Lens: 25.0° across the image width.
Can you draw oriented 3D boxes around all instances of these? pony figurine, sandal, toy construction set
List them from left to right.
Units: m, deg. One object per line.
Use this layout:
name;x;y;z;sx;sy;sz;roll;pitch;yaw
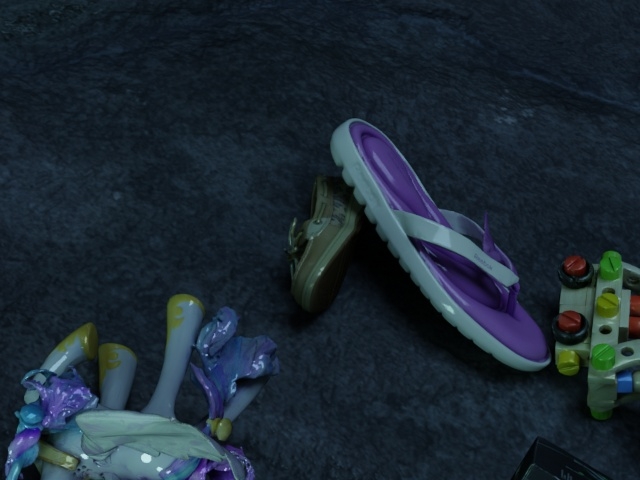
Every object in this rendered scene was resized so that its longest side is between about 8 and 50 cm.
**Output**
pony figurine;-0.177;0.217;1.455;0.351;0.303;0.363;0;38;23
sandal;0.167;-0.005;1.872;0.416;0.102;0.169;49;29;7
toy construction set;0.415;0.115;1.898;0.215;0.151;0.327;3;30;13

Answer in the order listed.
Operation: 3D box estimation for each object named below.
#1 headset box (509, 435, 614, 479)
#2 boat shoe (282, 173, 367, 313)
headset box;0.294;0.330;1.496;0.283;0.131;0.246;31;4;8
boat shoe;0.000;0.000;1.877;0.089;0.104;0.285;19;28;5
